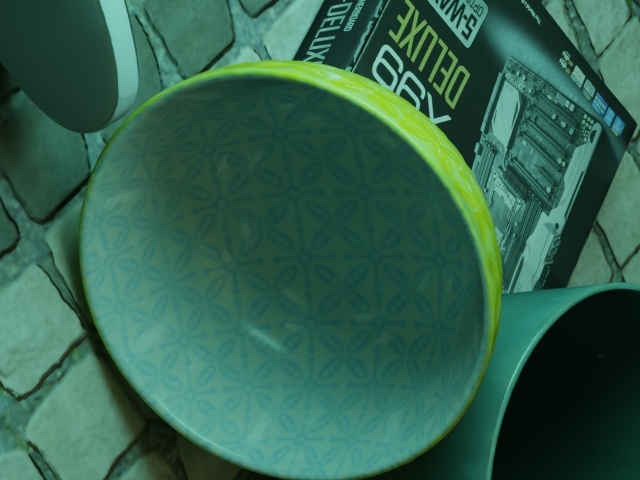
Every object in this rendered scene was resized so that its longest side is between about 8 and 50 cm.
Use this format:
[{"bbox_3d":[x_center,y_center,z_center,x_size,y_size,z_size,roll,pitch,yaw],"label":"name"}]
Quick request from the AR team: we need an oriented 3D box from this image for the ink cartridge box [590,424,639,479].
[{"bbox_3d":[0.305,0.216,1.637,0.270,0.197,0.198,3,88,-45],"label":"ink cartridge box"}]

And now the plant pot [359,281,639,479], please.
[{"bbox_3d":[0.125,0.174,1.428,0.293,0.235,0.293,0,91,-46],"label":"plant pot"}]

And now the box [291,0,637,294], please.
[{"bbox_3d":[0.107,-0.087,1.521,0.307,0.076,0.242,46,60,-36],"label":"box"}]

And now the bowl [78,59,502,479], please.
[{"bbox_3d":[0.000,0.000,1.300,0.156,0.289,0.289,-47,124,-58],"label":"bowl"}]

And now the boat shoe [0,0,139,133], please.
[{"bbox_3d":[-0.175,-0.221,1.214,0.105,0.113,0.306,-30,96,-48],"label":"boat shoe"}]
